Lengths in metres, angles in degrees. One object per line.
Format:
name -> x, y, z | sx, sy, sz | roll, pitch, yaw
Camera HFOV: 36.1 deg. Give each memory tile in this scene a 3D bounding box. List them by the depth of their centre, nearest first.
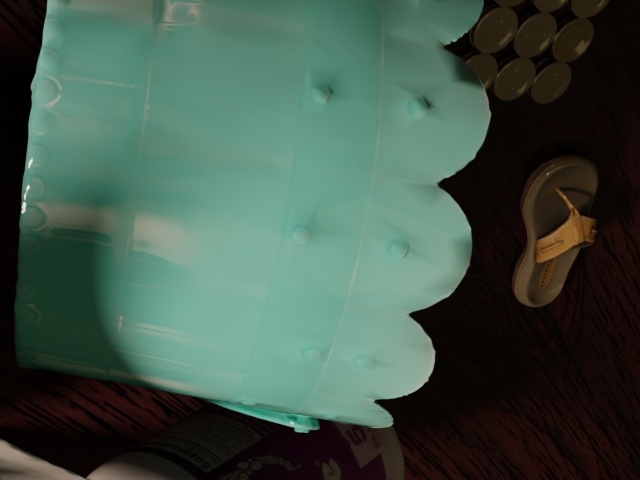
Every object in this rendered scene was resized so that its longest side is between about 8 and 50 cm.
memory tile -> 0.160, -0.167, 0.709 | 0.113, 0.012, 0.148 | -1, 128, -29

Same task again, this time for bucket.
bucket -> -0.049, -0.047, 0.507 | 0.183, 0.281, 0.281 | 7, 126, -13

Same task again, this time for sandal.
sandal -> 0.211, -0.001, 0.860 | 0.072, 0.049, 0.180 | -15, 134, -17

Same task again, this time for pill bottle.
pill bottle -> -0.078, 0.214, 0.724 | 0.301, 0.169, 0.169 | -24, 145, -52

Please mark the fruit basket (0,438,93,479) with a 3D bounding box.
fruit basket -> -0.264, 0.127, 0.462 | 0.326, 0.166, 0.353 | -4, 152, 13
